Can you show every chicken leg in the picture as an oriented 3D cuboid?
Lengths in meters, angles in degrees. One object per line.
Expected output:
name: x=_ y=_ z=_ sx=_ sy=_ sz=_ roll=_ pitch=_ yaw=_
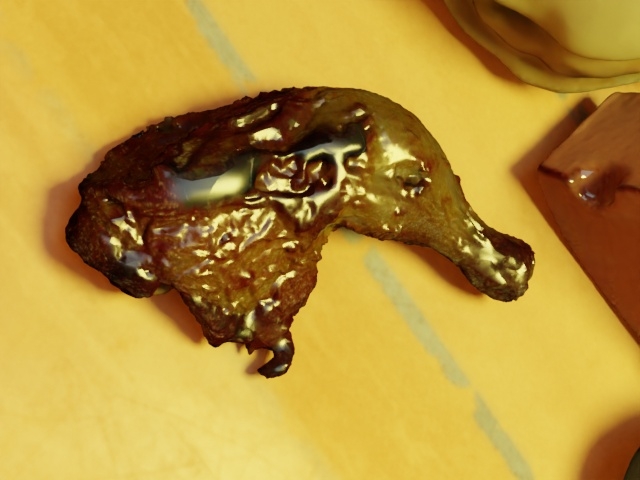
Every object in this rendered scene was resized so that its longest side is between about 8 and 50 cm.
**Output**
chicken leg: x=0.000 y=-0.013 z=0.784 sx=0.323 sy=0.083 sz=0.177 roll=-15 pitch=94 yaw=-29

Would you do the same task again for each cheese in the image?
cheese: x=0.251 y=-0.027 z=0.880 sx=0.177 sy=0.203 sz=0.128 roll=38 pitch=61 yaw=17

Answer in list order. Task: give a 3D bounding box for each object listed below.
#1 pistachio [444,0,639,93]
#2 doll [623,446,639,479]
pistachio: x=0.274 y=-0.283 z=0.891 sx=0.446 sy=0.281 sz=0.365 roll=-30 pitch=96 yaw=-15
doll: x=0.290 y=0.240 z=0.846 sx=0.228 sy=0.154 sz=0.258 roll=6 pitch=69 yaw=-23
